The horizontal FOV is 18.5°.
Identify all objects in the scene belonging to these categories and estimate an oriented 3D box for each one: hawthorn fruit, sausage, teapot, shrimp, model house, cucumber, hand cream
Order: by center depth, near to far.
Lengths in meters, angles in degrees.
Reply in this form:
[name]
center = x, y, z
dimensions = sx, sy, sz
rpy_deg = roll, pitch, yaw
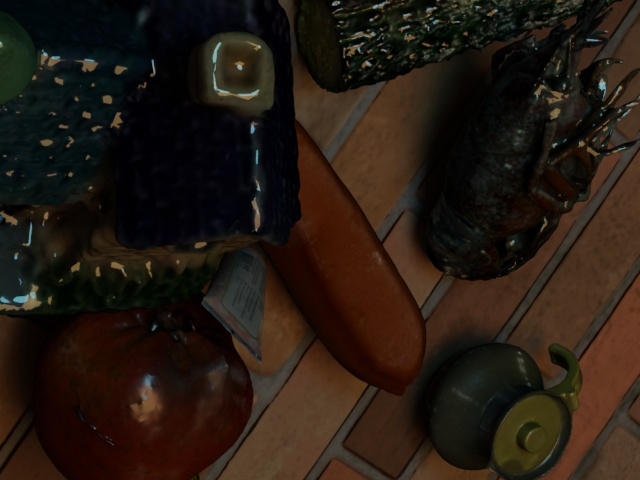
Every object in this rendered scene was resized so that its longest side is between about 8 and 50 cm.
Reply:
[model house]
center = -0.163, -0.083, 1.397
dimensions = 0.298, 0.284, 0.243
rpy_deg = 1, 79, -31
[hawthorn fruit]
center = -0.158, 0.131, 1.604
dimensions = 0.185, 0.185, 0.202
rpy_deg = 2, 137, -34
[hand cream]
center = -0.068, 0.046, 1.608
dimensions = 0.043, 0.209, 0.067
rpy_deg = -40, 100, 10
[sausage]
center = -0.001, 0.000, 1.697
dimensions = 0.094, 0.097, 0.348
rpy_deg = -46, 127, -21
[cucumber]
center = 0.150, -0.212, 1.705
dimensions = 0.359, 0.096, 0.096
rpy_deg = -18, 118, -26
[shrimp]
center = 0.187, -0.111, 1.724
dimensions = 0.137, 0.172, 0.372
rpy_deg = 7, 133, -29
[teapot]
center = 0.183, 0.157, 1.868
dimensions = 0.166, 0.119, 0.130
rpy_deg = -32, 125, -19

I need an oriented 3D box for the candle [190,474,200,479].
[candle]
center = -0.122, 0.259, 1.754
dimensions = 0.052, 0.052, 0.130
rpy_deg = -24, 123, -23
